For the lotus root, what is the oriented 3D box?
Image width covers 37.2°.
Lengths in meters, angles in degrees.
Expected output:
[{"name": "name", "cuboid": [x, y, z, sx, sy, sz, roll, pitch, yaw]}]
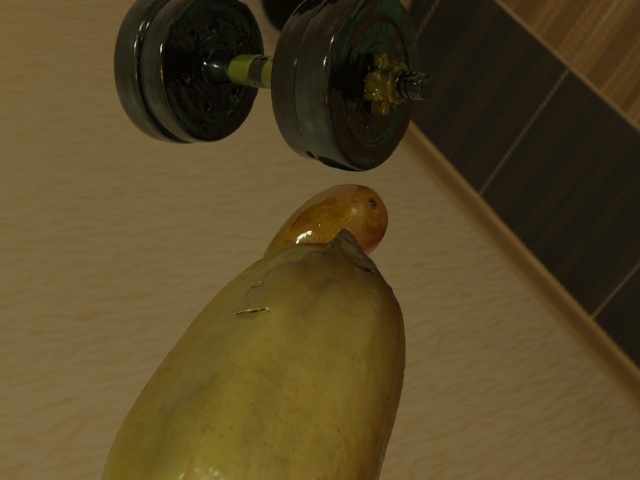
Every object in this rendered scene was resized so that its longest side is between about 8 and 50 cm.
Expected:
[{"name": "lotus root", "cuboid": [-0.035, 0.116, 0.541, 0.146, 0.303, 0.131, 27, 140, -1]}]

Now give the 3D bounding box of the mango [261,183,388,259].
[{"name": "mango", "cuboid": [0.002, -0.003, 1.091, 0.089, 0.165, 0.115, 57, 162, 15]}]

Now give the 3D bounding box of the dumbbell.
[{"name": "dumbbell", "cuboid": [-0.057, -0.178, 1.000, 0.388, 0.185, 0.185, 12, 104, 33]}]
